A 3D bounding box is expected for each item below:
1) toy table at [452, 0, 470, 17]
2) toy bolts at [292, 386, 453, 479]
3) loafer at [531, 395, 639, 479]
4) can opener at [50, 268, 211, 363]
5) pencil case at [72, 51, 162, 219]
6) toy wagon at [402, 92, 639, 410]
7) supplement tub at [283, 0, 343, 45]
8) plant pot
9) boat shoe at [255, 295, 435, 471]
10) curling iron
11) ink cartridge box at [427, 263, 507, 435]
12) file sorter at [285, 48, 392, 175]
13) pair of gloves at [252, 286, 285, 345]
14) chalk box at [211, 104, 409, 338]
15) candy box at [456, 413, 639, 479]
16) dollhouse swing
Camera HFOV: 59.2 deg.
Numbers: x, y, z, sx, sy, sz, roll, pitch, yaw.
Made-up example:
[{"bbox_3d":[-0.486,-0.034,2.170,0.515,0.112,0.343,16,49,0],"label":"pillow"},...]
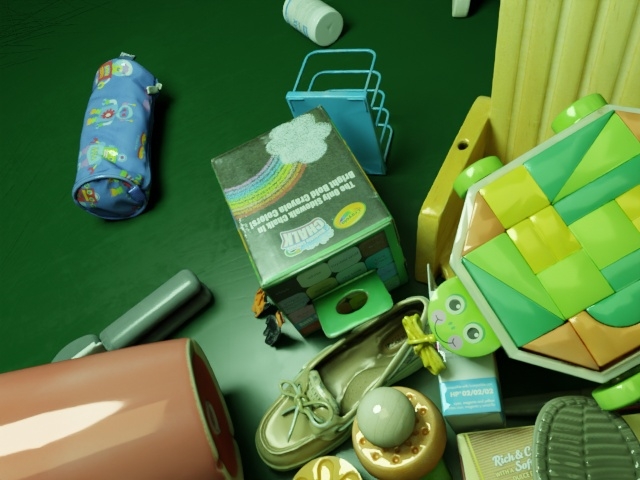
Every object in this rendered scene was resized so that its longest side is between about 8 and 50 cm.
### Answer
[{"bbox_3d":[0.257,-0.545,0.970,0.253,0.161,0.274,15,77,6],"label":"toy table"},{"bbox_3d":[0.046,0.278,0.573,0.219,0.158,0.228,-25,45,9],"label":"toy bolts"},{"bbox_3d":[0.234,0.265,0.487,0.102,0.092,0.268,3,46,11],"label":"loafer"},{"bbox_3d":[-0.296,0.137,0.837,0.280,0.074,0.093,-35,56,-4],"label":"can opener"},{"bbox_3d":[-0.357,-0.189,1.016,0.133,0.119,0.305,-10,59,10],"label":"pencil case"},{"bbox_3d":[0.238,0.025,0.548,0.345,0.068,0.267,-31,73,6],"label":"toy wagon"},{"bbox_3d":[-0.015,-0.423,1.070,0.071,0.071,0.107,-39,57,-6],"label":"supplement tub"},{"bbox_3d":[-0.235,0.246,0.659,0.243,0.274,0.274,-20,57,-6],"label":"plant pot"},{"bbox_3d":[0.028,0.171,0.707,0.285,0.089,0.104,-41,58,-8],"label":"boat shoe"},{"bbox_3d":[0.314,0.184,0.634,0.274,0.068,0.035,-11,60,17],"label":"curling iron"},{"bbox_3d":[0.169,0.122,0.653,0.062,0.104,0.181,-10,58,16],"label":"ink cartridge box"},{"bbox_3d":[0.040,-0.194,0.866,0.118,0.170,0.104,6,60,20],"label":"file sorter"},{"bbox_3d":[-0.073,0.103,0.795,0.010,0.074,0.083,-7,53,-30],"label":"pair of gloves"},{"bbox_3d":[0.000,0.000,0.763,0.180,0.179,0.288,-26,58,1],"label":"chalk box"},{"bbox_3d":[0.311,0.274,0.560,0.317,0.087,0.182,-11,59,12],"label":"candy box"},{"bbox_3d":[0.304,-0.077,0.636,0.347,0.305,0.315,20,69,25],"label":"dollhouse swing"}]
